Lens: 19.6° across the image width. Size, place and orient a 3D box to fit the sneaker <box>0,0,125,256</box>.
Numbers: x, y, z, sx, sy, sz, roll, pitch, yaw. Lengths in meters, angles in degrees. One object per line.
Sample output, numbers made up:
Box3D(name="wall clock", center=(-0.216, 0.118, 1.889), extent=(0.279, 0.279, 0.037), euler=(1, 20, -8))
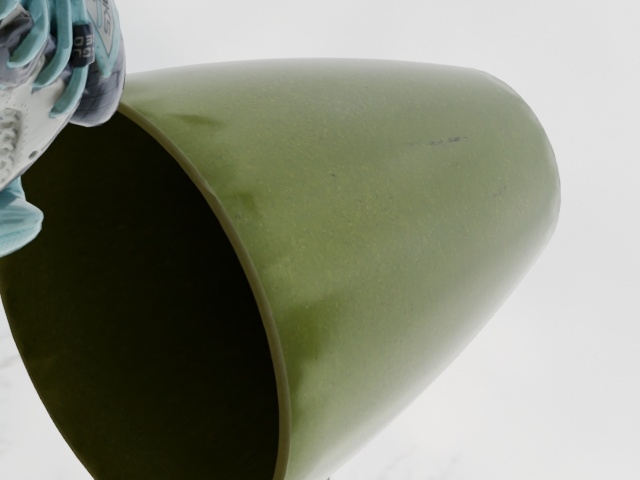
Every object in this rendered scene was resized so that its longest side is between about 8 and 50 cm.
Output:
Box3D(name="sneaker", center=(-0.107, -0.073, 0.448), extent=(0.283, 0.122, 0.110), euler=(119, -35, -62))

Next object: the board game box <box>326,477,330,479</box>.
Box3D(name="board game box", center=(-0.061, 0.306, 1.399), extent=(0.142, 0.144, 0.275), euler=(16, -58, 55))

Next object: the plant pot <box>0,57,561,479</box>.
Box3D(name="plant pot", center=(0.000, 0.000, 1.114), extent=(0.275, 0.293, 0.275), euler=(28, -51, 41))
